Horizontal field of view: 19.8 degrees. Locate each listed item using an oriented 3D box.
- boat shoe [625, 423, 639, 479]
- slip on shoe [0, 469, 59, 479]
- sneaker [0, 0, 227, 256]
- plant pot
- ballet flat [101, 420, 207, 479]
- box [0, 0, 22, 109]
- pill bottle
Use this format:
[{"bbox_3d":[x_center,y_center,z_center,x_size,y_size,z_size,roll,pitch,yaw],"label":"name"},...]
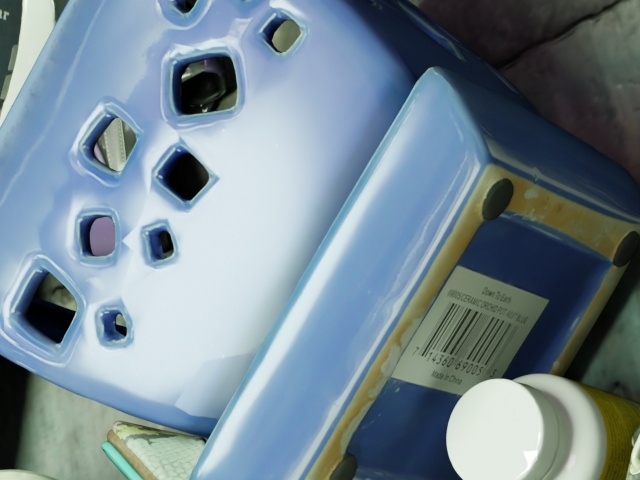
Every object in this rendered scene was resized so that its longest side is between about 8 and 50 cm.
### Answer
[{"bbox_3d":[0.163,0.084,0.769,0.070,0.078,0.219,-12,47,51],"label":"boat shoe"},{"bbox_3d":[-0.210,0.264,0.986,0.331,0.123,0.101,-58,26,18],"label":"slip on shoe"},{"bbox_3d":[-0.104,-0.124,1.062,0.124,0.107,0.283,1,80,22],"label":"sneaker"},{"bbox_3d":[0.000,0.000,0.847,0.212,0.236,0.236,36,99,33],"label":"plant pot"},{"bbox_3d":[-0.022,0.158,0.923,0.079,0.077,0.221,-39,60,-5],"label":"ballet flat"},{"bbox_3d":[-0.345,-0.032,1.105,0.293,0.212,0.395,-7,71,46],"label":"box"},{"bbox_3d":[0.106,0.094,0.805,0.065,0.116,0.065,-12,70,34],"label":"pill bottle"}]
